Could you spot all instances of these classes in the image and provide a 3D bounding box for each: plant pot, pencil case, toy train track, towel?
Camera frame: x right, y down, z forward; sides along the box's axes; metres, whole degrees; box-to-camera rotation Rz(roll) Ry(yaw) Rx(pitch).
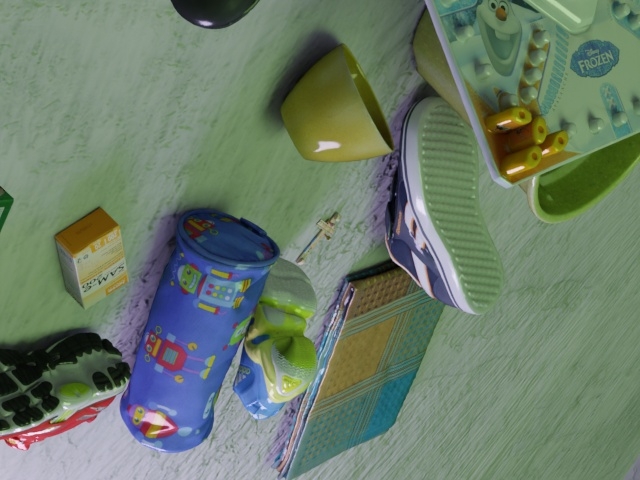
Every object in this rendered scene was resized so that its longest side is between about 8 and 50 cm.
[{"bbox_3d":[0.012,-0.140,1.745,0.095,0.134,0.134,-26,154,11],"label":"plant pot"},{"bbox_3d":[-0.143,0.106,1.813,0.133,0.119,0.306,-33,150,-53],"label":"pencil case"},{"bbox_3d":[0.000,0.000,2.000,0.083,0.014,0.048,-50,152,3],"label":"toy train track"},{"bbox_3d":[0.073,0.173,2.297,0.271,0.040,0.370,-19,138,-45],"label":"towel"},{"bbox_3d":[0.257,-0.205,1.858,0.276,0.254,0.276,-36,150,-24],"label":"plant pot"}]

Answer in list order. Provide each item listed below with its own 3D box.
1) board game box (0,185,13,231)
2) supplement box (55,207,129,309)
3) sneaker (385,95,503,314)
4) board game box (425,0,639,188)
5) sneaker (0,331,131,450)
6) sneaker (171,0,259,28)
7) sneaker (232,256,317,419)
[{"bbox_3d":[-0.383,0.038,1.290,0.046,0.213,0.317,-7,130,-52],"label":"board game box"},{"bbox_3d":[-0.242,0.020,1.656,0.062,0.036,0.098,-35,149,-23],"label":"supplement box"},{"bbox_3d":[0.140,-0.047,2.047,0.126,0.127,0.321,-37,126,-33],"label":"sneaker"},{"bbox_3d":[0.257,-0.291,1.610,0.390,0.390,0.050,-22,-177,-38],"label":"board game box"},{"bbox_3d":[-0.325,0.186,1.680,0.279,0.107,0.118,-7,140,-49],"label":"sneaker"},{"bbox_3d":[-0.074,-0.333,1.332,0.146,0.122,0.330,-53,164,-69],"label":"sneaker"},{"bbox_3d":[-0.068,0.121,1.877,0.091,0.240,0.126,26,118,-17],"label":"sneaker"}]
